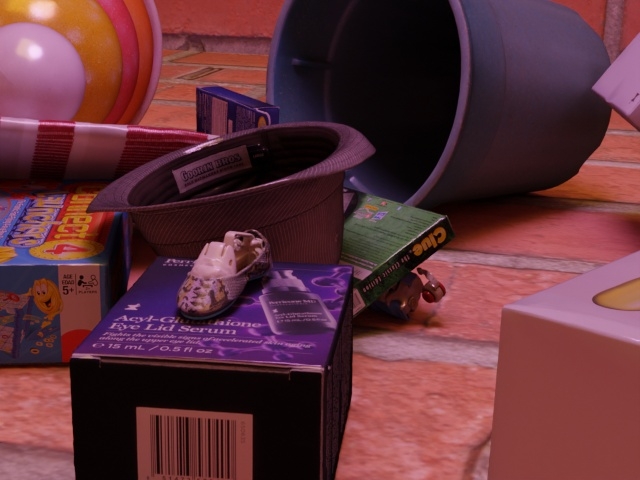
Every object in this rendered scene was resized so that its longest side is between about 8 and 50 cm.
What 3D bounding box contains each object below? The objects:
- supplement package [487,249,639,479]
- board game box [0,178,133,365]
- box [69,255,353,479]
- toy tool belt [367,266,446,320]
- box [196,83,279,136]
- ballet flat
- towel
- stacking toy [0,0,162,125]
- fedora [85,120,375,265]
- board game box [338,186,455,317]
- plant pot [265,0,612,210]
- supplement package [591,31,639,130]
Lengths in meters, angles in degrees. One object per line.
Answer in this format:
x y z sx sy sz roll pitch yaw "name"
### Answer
0.230 0.105 0.641 0.194 0.149 0.203 14 20 38 "supplement package"
-0.329 0.018 1.011 0.301 0.086 0.308 -1 16 -6 "board game box"
-0.060 0.091 0.742 0.153 0.108 0.207 2 16 5 "box"
0.068 0.052 1.013 0.083 0.052 0.051 14 50 45 "toy tool belt"
-0.097 -0.108 1.384 0.036 0.137 0.225 -6 18 -26 "box"
-0.063 0.016 0.731 0.041 0.041 0.114 6 17 17 "ballet flat"
-0.267 -0.076 1.171 0.328 0.037 0.237 3 -18 -17 "towel"
-0.333 -0.214 1.307 0.350 0.351 0.480 -3 13 -15 "stacking toy"
-0.064 -0.013 0.963 0.243 0.124 0.275 -11 16 7 "fedora"
0.000 0.000 1.080 0.136 0.030 0.259 -34 27 -20 "board game box"
0.165 -0.186 1.396 0.334 0.341 0.341 -1 14 -42 "plant pot"
0.483 -0.150 1.260 0.262 0.198 0.199 38 14 -8 "supplement package"
